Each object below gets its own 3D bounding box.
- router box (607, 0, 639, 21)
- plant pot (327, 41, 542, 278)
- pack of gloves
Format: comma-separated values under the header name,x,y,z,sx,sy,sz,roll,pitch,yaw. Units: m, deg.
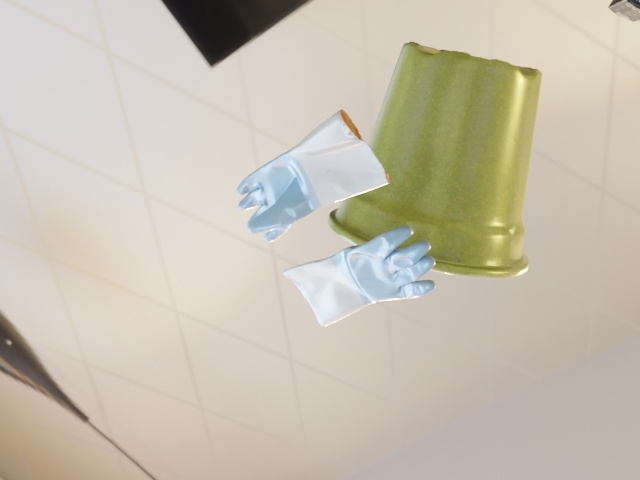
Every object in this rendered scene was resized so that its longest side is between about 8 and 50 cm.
name,x,y,z,sx,sy,sz,roll,pitch,yaw
router box,0.377,-0.308,0.846,0.122,0.038,0.092,-61,177,15
plant pot,0.167,-0.117,1.000,0.276,0.276,0.254,-137,-125,-63
pack of gloves,0.000,0.000,0.785,0.046,0.195,0.232,-39,-173,-37
